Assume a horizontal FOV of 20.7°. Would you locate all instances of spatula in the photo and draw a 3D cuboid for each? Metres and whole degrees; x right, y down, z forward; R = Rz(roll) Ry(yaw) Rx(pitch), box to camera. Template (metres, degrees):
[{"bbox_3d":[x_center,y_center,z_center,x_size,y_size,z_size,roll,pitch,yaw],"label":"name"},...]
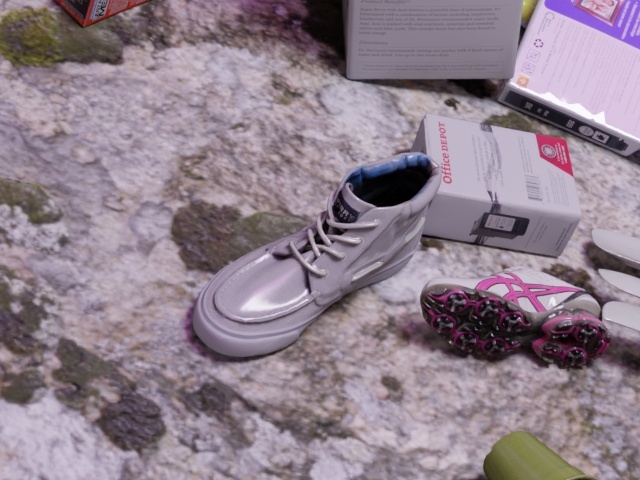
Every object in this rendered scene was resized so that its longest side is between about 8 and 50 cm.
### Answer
[{"bbox_3d":[0.370,0.066,1.652,0.242,0.019,0.168,19,26,-7],"label":"spatula"}]

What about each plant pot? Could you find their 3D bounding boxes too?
[{"bbox_3d":[0.175,0.200,1.440,0.083,0.083,0.079,-11,39,-30],"label":"plant pot"}]

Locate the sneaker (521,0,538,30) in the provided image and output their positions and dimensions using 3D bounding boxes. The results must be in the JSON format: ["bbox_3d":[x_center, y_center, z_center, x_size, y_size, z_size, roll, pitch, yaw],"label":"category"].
[{"bbox_3d":[0.285,-0.288,1.938,0.208,0.094,0.081,-16,57,-31],"label":"sneaker"}]

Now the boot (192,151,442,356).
[{"bbox_3d":[0.000,0.000,1.522,0.095,0.123,0.258,42,47,20],"label":"boot"}]

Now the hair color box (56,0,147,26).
[{"bbox_3d":[-0.201,-0.285,1.772,0.093,0.053,0.167,44,46,19],"label":"hair color box"}]

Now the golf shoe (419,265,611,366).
[{"bbox_3d":[0.168,0.060,1.578,0.186,0.067,0.086,13,37,-24],"label":"golf shoe"}]

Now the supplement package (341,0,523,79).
[{"bbox_3d":[0.113,-0.325,1.738,0.177,0.293,0.175,0,46,-2],"label":"supplement package"}]

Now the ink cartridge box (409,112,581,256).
[{"bbox_3d":[0.164,-0.053,1.683,0.150,0.063,0.109,9,45,-13],"label":"ink cartridge box"}]

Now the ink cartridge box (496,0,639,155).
[{"bbox_3d":[0.316,-0.197,1.846,0.208,0.045,0.206,24,67,2],"label":"ink cartridge box"}]
